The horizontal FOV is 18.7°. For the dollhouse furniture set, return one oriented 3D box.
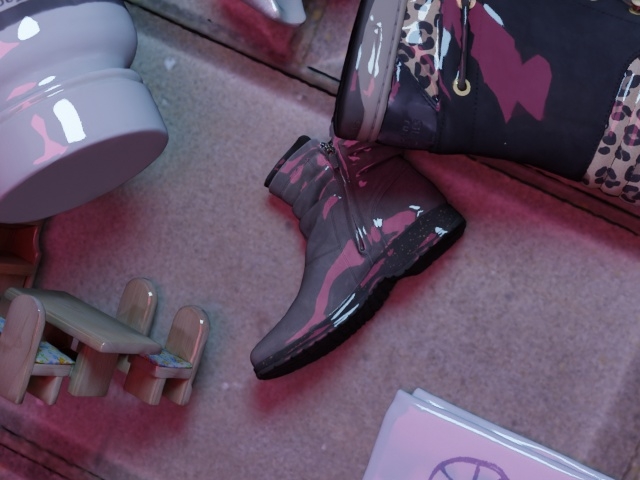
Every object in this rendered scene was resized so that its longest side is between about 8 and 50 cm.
[{"bbox_3d":[-0.242,0.034,1.774,0.242,0.212,0.161,25,102,39],"label":"dollhouse furniture set"}]

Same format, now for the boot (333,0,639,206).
[{"bbox_3d":[0.189,-0.225,1.678,0.284,0.138,0.377,18,73,-1],"label":"boot"}]

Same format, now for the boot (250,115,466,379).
[{"bbox_3d":[0.000,0.000,1.783,0.246,0.083,0.161,-41,76,7],"label":"boot"}]

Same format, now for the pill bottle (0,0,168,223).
[{"bbox_3d":[-0.286,-0.210,1.708,0.204,0.204,0.361,-29,79,14],"label":"pill bottle"}]

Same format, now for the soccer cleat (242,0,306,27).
[{"bbox_3d":[0.029,-0.330,1.688,0.331,0.116,0.143,-53,54,25],"label":"soccer cleat"}]

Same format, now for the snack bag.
[{"bbox_3d":[0.156,0.350,1.777,0.323,0.037,0.343,23,98,12],"label":"snack bag"}]
